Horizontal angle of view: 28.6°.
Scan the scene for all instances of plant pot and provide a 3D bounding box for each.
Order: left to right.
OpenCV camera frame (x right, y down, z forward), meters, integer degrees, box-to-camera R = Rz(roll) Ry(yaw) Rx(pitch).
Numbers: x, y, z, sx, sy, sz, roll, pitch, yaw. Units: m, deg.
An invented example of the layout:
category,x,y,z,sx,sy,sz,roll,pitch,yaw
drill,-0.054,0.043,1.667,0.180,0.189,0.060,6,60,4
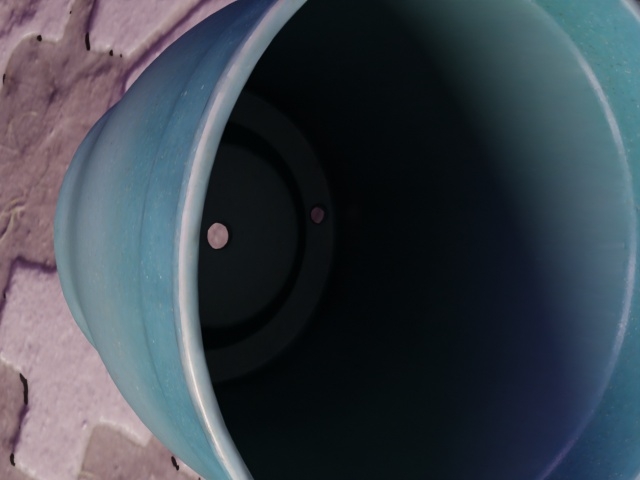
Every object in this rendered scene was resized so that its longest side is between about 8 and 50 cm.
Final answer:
category,x,y,z,sx,sy,sz,roll,pitch,yaw
plant pot,0.000,0.000,0.603,0.255,0.271,0.272,7,86,58
